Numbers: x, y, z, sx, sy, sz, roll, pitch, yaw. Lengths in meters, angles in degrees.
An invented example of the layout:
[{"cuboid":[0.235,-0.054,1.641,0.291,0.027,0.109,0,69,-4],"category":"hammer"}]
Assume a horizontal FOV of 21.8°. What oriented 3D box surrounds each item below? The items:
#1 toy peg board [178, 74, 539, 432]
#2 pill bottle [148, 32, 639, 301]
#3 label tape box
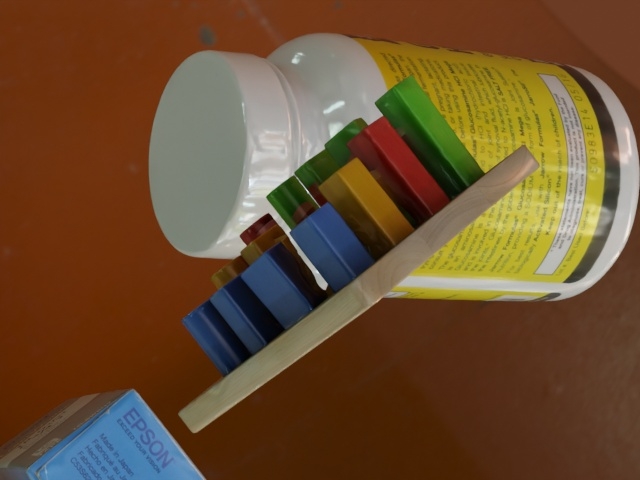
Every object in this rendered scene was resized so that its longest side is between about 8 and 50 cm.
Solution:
[{"cuboid":[0.000,0.000,0.840,0.079,0.160,0.161,52,135,1],"category":"toy peg board"},{"cuboid":[0.054,-0.052,1.216,0.188,0.334,0.188,-7,81,56],"category":"pill bottle"},{"cuboid":[-0.161,0.247,1.362,0.240,0.106,0.334,53,159,-7],"category":"label tape box"}]
